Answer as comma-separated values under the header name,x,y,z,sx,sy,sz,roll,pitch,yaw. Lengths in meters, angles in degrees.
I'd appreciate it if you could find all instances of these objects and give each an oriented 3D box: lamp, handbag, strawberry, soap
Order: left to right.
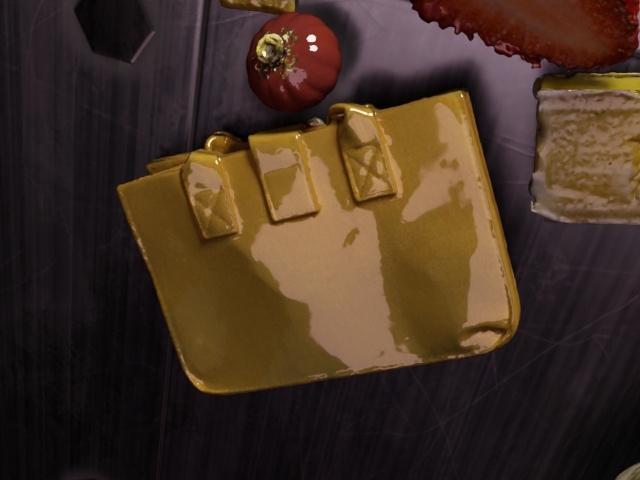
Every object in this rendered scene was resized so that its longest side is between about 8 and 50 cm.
name,x,y,z,sx,sy,sz,roll,pitch,yaw
lamp,-0.027,-0.177,0.776,0.101,0.090,0.101,-4,81,31
handbag,0.000,0.000,0.848,0.401,0.133,0.283,-11,109,23
strawberry,0.179,-0.229,0.698,0.208,0.087,0.167,31,148,-30
soap,0.314,-0.084,0.727,0.233,0.076,0.135,4,118,17

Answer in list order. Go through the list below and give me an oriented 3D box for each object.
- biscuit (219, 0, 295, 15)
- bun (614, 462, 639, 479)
name,x,y,z,sx,sy,sz,roll,pitch,yaw
biscuit,-0.062,-0.269,0.778,0.081,0.018,0.083,12,121,10
bun,0.460,0.346,0.833,0.362,0.234,0.326,-25,115,11
